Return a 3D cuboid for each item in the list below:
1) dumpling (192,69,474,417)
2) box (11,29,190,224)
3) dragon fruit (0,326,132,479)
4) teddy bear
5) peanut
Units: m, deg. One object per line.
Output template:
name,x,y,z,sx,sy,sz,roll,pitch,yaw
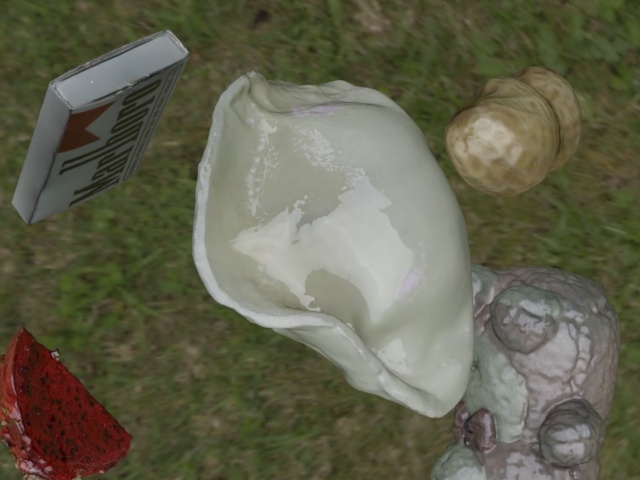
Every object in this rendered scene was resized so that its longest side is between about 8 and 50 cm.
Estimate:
dumpling,0.001,0.002,0.733,0.100,0.134,0.169,-8,89,45
box,-0.174,-0.085,1.266,0.036,0.115,0.177,53,148,12
dragon fruit,-0.255,0.170,1.446,0.083,0.106,0.162,-19,124,27
teddy bear,0.173,0.152,1.405,0.151,0.236,0.267,9,98,-25
peanut,0.182,-0.102,1.463,0.086,0.228,0.104,-29,89,30
